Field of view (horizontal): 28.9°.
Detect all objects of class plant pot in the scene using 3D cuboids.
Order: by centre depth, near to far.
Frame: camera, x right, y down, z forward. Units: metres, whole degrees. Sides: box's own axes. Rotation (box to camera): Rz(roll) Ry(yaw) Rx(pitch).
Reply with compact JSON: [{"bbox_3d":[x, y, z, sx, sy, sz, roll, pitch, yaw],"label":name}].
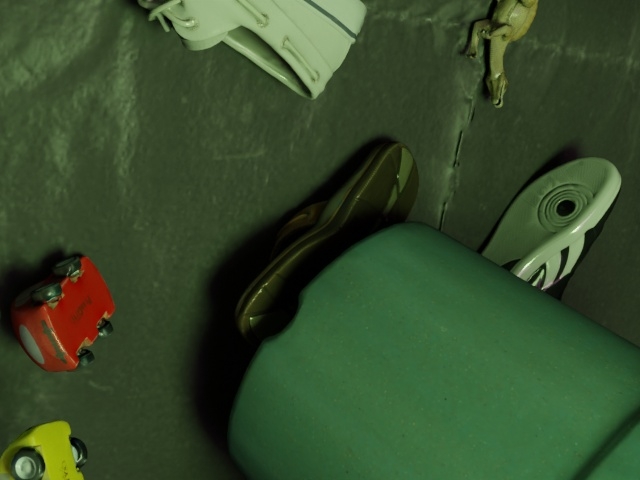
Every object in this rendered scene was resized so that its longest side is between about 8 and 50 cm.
[{"bbox_3d":[0.129,0.178,0.935,0.341,0.334,0.341,-38,149,-28],"label":"plant pot"}]

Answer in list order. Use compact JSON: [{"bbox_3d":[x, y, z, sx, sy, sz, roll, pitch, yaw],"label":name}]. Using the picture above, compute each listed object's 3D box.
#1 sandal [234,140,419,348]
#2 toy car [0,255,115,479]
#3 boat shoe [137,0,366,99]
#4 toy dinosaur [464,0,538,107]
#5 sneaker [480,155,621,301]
[{"bbox_3d":[0.000,0.000,0.992,0.219,0.060,0.090,-54,138,-26],"label":"sandal"},{"bbox_3d":[-0.207,0.073,0.769,0.053,0.239,0.225,-18,141,16],"label":"toy car"},{"bbox_3d":[-0.078,-0.172,0.836,0.267,0.096,0.088,24,89,-49],"label":"boat shoe"},{"bbox_3d":[0.165,-0.206,1.042,0.092,0.053,0.183,11,110,-55],"label":"toy dinosaur"},{"bbox_3d":[0.208,0.030,1.152,0.217,0.079,0.121,-47,133,-2],"label":"sneaker"}]
